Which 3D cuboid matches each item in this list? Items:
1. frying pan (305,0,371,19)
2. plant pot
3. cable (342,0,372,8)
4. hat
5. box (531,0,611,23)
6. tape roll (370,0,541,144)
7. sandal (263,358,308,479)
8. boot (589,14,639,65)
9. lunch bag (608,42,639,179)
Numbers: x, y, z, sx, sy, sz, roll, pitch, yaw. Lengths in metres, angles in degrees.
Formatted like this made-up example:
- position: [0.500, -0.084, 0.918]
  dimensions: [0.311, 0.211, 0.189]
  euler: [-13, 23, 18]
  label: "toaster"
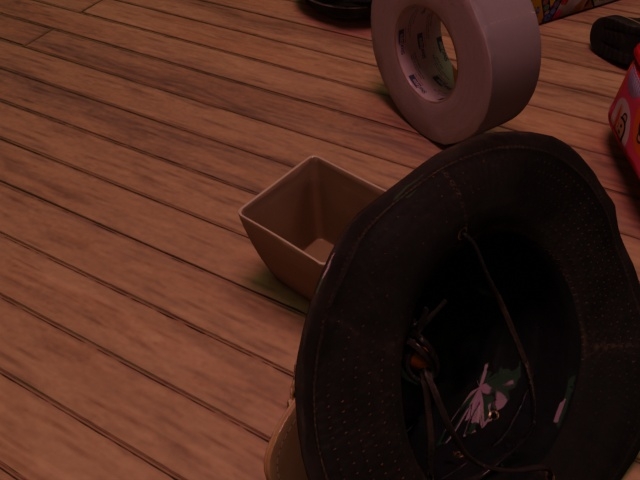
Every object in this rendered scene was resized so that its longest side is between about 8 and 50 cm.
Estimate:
- position: [0.023, -0.459, 1.091]
  dimensions: [0.197, 0.053, 0.326]
  euler: [-25, 50, -19]
  label: "frying pan"
- position: [0.000, 0.000, 0.618]
  dimensions: [0.109, 0.096, 0.109]
  euler: [31, 55, 28]
  label: "plant pot"
- position: [0.091, -0.409, 0.994]
  dimensions: [0.185, 0.047, 0.150]
  euler: [0, 44, 6]
  label: "cable"
- position: [0.100, 0.087, 0.475]
  dimensions: [0.331, 0.331, 0.134]
  euler: [-37, 14, -28]
  label: "hat"
- position: [0.343, -0.508, 1.036]
  dimensions: [0.279, 0.177, 0.290]
  euler: [-21, 48, -17]
  label: "box"
- position: [0.148, -0.226, 0.743]
  dimensions: [0.072, 0.219, 0.219]
  euler: [-26, 50, -19]
  label: "tape roll"
- position: [0.016, 0.117, 0.537]
  dimensions: [0.079, 0.088, 0.240]
  euler: [-5, 28, 45]
  label: "sandal"
- position: [0.490, -0.266, 0.866]
  dimensions: [0.137, 0.076, 0.197]
  euler: [-17, 48, -20]
  label: "boot"
- position: [0.469, -0.101, 0.654]
  dimensions: [0.293, 0.120, 0.258]
  euler: [6, 43, 0]
  label: "lunch bag"
